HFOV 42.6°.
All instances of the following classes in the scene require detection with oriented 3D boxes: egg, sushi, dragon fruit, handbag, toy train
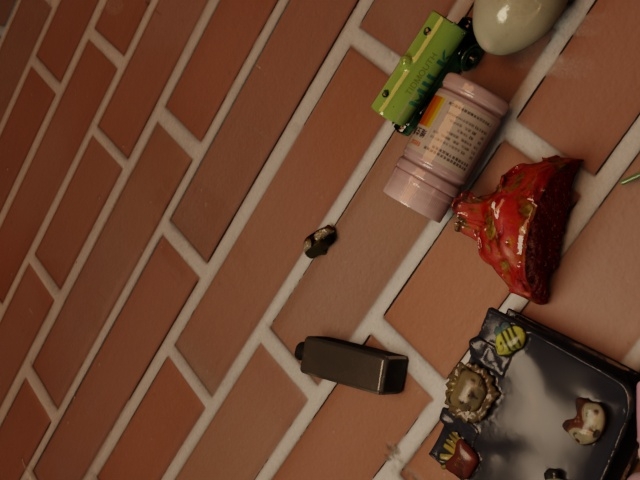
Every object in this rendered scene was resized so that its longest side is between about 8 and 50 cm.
[{"bbox_3d":[0.348,-0.421,1.434,0.151,0.151,0.209,46,117,34],"label":"egg"},{"bbox_3d":[0.000,0.000,1.750,0.083,0.044,0.046,-36,41,29],"label":"sushi"},{"bbox_3d":[0.317,-0.032,1.426,0.212,0.134,0.261,12,93,49],"label":"dragon fruit"},{"bbox_3d":[0.350,0.303,1.363,0.329,0.122,0.303,30,104,40],"label":"handbag"},{"bbox_3d":[0.197,-0.317,1.542,0.105,0.157,0.253,46,112,33],"label":"toy train"}]

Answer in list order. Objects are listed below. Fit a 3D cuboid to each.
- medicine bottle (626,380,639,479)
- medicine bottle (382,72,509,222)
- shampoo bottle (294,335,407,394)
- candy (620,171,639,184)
[{"bbox_3d":[0.544,0.353,1.105,0.256,0.256,0.324,-8,69,39],"label":"medicine bottle"},{"bbox_3d":[0.228,-0.168,1.497,0.133,0.133,0.249,35,101,37],"label":"medicine bottle"},{"bbox_3d":[0.051,0.244,1.642,0.246,0.080,0.079,8,88,40],"label":"shampoo bottle"},{"bbox_3d":[0.591,-0.146,1.252,0.288,0.078,0.084,-30,36,37],"label":"candy"}]
